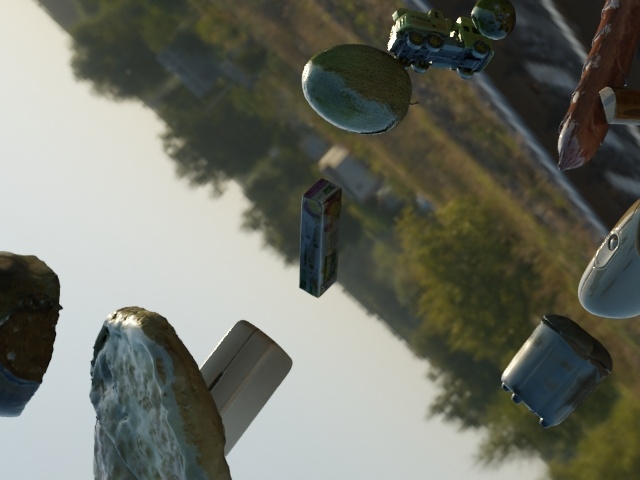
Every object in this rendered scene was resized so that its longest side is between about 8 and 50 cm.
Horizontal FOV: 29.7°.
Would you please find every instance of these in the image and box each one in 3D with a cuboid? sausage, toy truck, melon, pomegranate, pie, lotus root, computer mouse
[{"bbox_3d":[0.519,-0.318,2.180,0.088,0.433,0.088,21,171,3],"label":"sausage"},{"bbox_3d":[0.194,-0.332,1.976,0.168,0.100,0.077,4,153,-16],"label":"toy truck"},{"bbox_3d":[0.066,-0.237,1.896,0.192,0.139,0.139,15,-171,-14],"label":"melon"},{"bbox_3d":[0.275,-0.348,1.890,0.073,0.073,0.084,44,-170,17],"label":"pomegranate"},{"bbox_3d":[-0.167,0.230,1.249,0.077,0.339,0.339,-7,-147,-31],"label":"pie"},{"bbox_3d":[-0.523,0.162,1.935,0.149,0.267,0.260,10,-176,-25],"label":"lotus root"},{"bbox_3d":[0.477,0.030,1.770,0.145,0.236,0.082,11,-142,-27],"label":"computer mouse"}]

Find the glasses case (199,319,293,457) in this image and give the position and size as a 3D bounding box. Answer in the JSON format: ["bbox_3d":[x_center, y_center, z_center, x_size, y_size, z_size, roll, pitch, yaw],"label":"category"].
[{"bbox_3d":[-0.180,0.287,1.878,0.076,0.336,0.144,33,169,22],"label":"glasses case"}]

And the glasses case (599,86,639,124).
[{"bbox_3d":[0.577,-0.238,2.124,0.041,0.170,0.065,136,129,-57],"label":"glasses case"}]

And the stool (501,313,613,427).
[{"bbox_3d":[0.258,0.143,1.328,0.096,0.110,0.096,38,-175,-4],"label":"stool"}]

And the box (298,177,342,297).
[{"bbox_3d":[0.000,0.000,1.795,0.041,0.050,0.207,28,141,23],"label":"box"}]
